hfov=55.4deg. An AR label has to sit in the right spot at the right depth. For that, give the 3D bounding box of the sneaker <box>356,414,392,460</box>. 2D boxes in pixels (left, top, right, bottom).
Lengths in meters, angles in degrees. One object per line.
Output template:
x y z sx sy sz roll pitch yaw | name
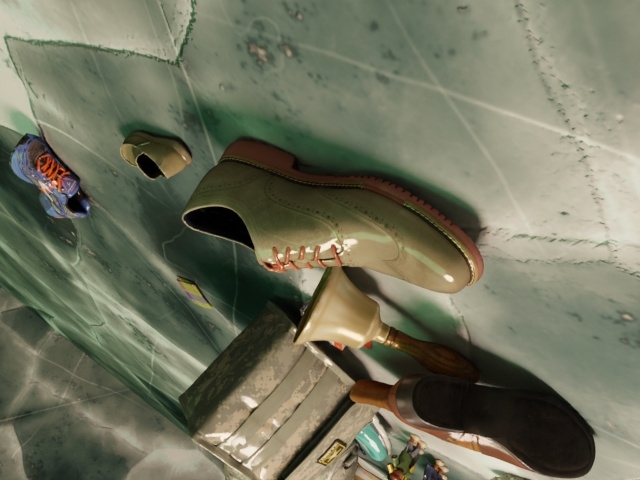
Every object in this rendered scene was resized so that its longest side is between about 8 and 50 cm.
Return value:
0.017 0.337 1.170 0.275 0.110 0.107 40 152 -5 | sneaker

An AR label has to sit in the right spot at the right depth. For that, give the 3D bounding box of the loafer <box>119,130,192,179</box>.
-0.244 -0.119 0.862 0.148 0.050 0.056 9 140 43 | loafer

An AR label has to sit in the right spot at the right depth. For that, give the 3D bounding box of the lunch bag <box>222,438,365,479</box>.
-0.062 0.498 1.400 0.305 0.212 0.256 22 131 23 | lunch bag

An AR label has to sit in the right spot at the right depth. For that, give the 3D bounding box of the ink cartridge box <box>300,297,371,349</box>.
0.024 0.140 0.954 0.115 0.029 0.063 28 151 21 | ink cartridge box

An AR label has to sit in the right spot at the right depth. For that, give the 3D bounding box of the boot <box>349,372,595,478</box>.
0.194 0.253 0.848 0.264 0.096 0.280 12 164 -8 | boot

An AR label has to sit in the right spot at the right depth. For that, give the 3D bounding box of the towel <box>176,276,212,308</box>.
-0.262 0.109 1.267 0.060 0.009 0.083 13 144 38 | towel

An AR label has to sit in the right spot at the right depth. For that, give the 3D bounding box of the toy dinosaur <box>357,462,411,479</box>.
0.157 0.570 1.402 0.211 0.064 0.112 32 153 13 | toy dinosaur

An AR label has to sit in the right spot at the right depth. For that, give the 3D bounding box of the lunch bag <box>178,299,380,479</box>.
-0.051 0.290 1.021 0.287 0.235 0.169 46 174 -24 | lunch bag

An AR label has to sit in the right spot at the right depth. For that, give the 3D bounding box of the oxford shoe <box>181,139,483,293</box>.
0.000 0.000 0.665 0.348 0.130 0.123 20 147 31 | oxford shoe

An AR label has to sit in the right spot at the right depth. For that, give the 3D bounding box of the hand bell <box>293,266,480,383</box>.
0.099 0.130 0.804 0.242 0.126 0.126 26 152 -3 | hand bell

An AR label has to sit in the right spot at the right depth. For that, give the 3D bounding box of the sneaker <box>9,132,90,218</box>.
-0.502 -0.119 1.155 0.087 0.083 0.221 14 151 15 | sneaker

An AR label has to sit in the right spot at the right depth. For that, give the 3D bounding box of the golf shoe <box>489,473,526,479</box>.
0.350 0.435 0.975 0.176 0.069 0.086 4 143 49 | golf shoe

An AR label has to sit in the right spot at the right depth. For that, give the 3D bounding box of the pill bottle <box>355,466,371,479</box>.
0.064 0.694 1.516 0.131 0.229 0.131 28 150 18 | pill bottle

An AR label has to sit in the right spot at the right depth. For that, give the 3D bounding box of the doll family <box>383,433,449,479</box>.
0.180 0.459 1.157 0.193 0.111 0.076 48 151 -18 | doll family
